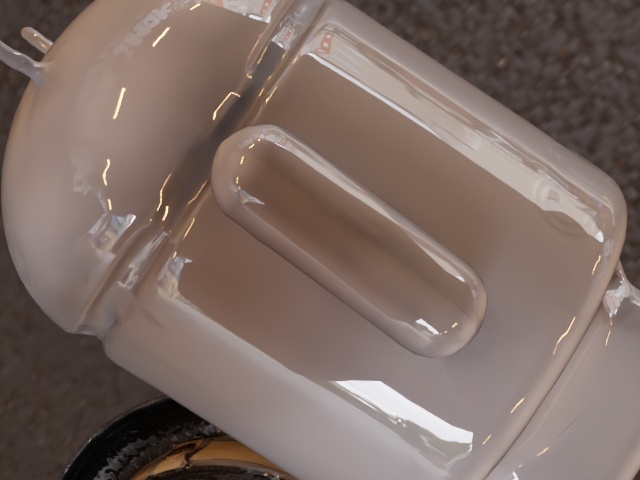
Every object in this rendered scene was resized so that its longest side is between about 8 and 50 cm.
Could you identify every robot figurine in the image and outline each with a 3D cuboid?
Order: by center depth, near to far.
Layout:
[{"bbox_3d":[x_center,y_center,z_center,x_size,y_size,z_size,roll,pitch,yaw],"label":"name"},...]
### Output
[{"bbox_3d":[0.000,0.000,0.930,0.353,0.300,0.200,33,84,-4],"label":"robot figurine"}]

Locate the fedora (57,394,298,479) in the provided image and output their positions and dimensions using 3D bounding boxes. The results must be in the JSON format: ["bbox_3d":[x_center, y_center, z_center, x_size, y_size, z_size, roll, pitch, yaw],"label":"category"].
[{"bbox_3d":[-0.072,0.259,1.303,0.334,0.334,0.152,51,34,3],"label":"fedora"}]
